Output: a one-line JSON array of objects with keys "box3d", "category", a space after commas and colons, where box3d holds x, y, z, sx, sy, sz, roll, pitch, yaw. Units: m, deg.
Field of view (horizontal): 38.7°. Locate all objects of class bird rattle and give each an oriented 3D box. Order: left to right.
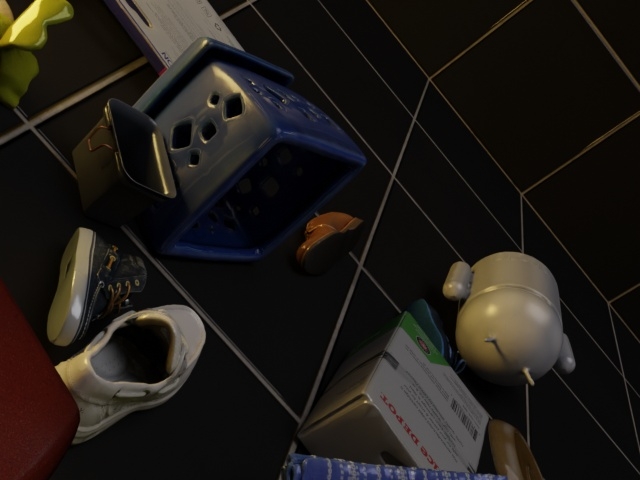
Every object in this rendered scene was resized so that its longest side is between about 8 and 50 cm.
[{"box3d": [-0.422, -0.256, 1.005, 0.254, 0.143, 0.207, 11, 34, -41], "category": "bird rattle"}]

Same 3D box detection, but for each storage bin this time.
[{"box3d": [-0.245, -0.086, 1.081, 0.098, 0.091, 0.135, 26, 34, -48], "category": "storage bin"}]

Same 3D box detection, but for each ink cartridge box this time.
[{"box3d": [-0.273, -0.373, 1.458, 0.324, 0.071, 0.330, 54, 23, -8], "category": "ink cartridge box"}, {"box3d": [0.108, 0.253, 1.238, 0.211, 0.122, 0.289, 54, 23, -3], "category": "ink cartridge box"}]

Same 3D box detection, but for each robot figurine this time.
[{"box3d": [0.368, 0.151, 1.784, 0.300, 0.199, 0.353, 31, 25, -3], "category": "robot figurine"}]

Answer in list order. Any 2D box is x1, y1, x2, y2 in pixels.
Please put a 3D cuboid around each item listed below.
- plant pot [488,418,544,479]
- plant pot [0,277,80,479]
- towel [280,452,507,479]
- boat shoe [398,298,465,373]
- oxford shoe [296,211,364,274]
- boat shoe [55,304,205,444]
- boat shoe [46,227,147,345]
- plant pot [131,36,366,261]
[{"box3d": [0.303, 0.370, 1.326, 0.236, 0.032, 0.236, 58, 18, -33], "category": "plant pot"}, {"box3d": [-0.300, 0.099, 0.529, 0.267, 0.267, 0.236, 57, 10, 8], "category": "plant pot"}, {"box3d": [0.100, 0.364, 0.994, 0.336, 0.040, 0.243, 15, 61, -34], "category": "towel"}, {"box3d": [0.191, 0.190, 1.515, 0.089, 0.109, 0.258, 49, 25, -21], "category": "boat shoe"}, {"box3d": [0.000, 0.000, 1.487, 0.076, 0.076, 0.212, 27, 21, 14], "category": "oxford shoe"}, {"box3d": [-0.174, 0.116, 0.922, 0.098, 0.096, 0.277, 50, 21, 1], "category": "boat shoe"}, {"box3d": [-0.221, 0.052, 0.925, 0.083, 0.065, 0.183, 26, 23, -21], "category": "boat shoe"}, {"box3d": [-0.119, -0.123, 1.207, 0.236, 0.236, 0.212, 9, 44, -59], "category": "plant pot"}]
